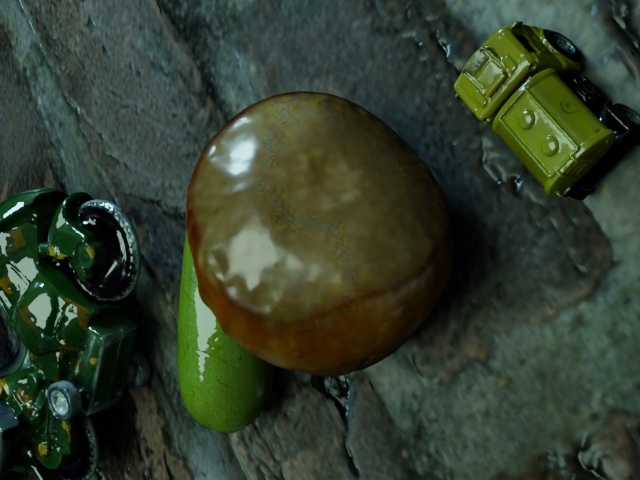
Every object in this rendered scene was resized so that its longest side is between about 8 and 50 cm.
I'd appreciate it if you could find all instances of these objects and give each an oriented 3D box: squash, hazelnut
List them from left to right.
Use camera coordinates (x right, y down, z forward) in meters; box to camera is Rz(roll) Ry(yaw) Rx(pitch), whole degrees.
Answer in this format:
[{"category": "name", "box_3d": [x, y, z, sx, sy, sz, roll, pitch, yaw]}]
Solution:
[{"category": "squash", "box_3d": [-0.062, 0.033, 0.550, 0.066, 0.066, 0.201, 9, 99, 42]}, {"category": "hazelnut", "box_3d": [0.000, 0.000, 0.452, 0.150, 0.150, 0.150, 7, 101, 42]}]

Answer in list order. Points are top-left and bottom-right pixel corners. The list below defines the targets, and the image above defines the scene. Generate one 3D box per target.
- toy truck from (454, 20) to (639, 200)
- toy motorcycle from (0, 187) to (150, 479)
[{"category": "toy truck", "box_3d": [0.104, -0.063, 0.385, 0.083, 0.054, 0.049, 56, 129, 23]}, {"category": "toy motorcycle", "box_3d": [-0.232, 0.072, 0.678, 0.187, 0.125, 0.274, 28, 115, 27]}]
